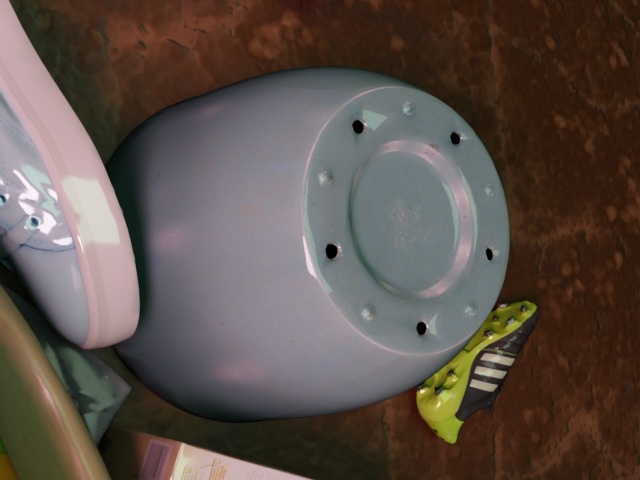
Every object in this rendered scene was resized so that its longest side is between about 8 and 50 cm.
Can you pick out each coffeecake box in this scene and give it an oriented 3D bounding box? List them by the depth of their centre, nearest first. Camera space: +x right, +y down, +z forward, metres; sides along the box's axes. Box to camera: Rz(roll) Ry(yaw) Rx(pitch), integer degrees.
[{"bbox_3d":[-0.063,0.199,0.614,0.185,0.142,0.068,25,70,-30],"label":"coffeecake box"}]

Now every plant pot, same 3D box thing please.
[{"bbox_3d":[0.000,0.000,0.631,0.293,0.235,0.293,6,80,-34],"label":"plant pot"}]

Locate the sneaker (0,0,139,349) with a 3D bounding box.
[{"bbox_3d":[-0.257,-0.073,0.538,0.150,0.135,0.366,-28,89,-31],"label":"sneaker"}]

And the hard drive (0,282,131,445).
[{"bbox_3d":[-0.273,0.096,0.539,0.255,0.054,0.172,41,63,-23],"label":"hard drive"}]

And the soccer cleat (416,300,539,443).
[{"bbox_3d":[0.167,0.131,0.840,0.179,0.060,0.072,-40,115,-25],"label":"soccer cleat"}]

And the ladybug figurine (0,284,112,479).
[{"bbox_3d":[-0.213,0.148,0.382,0.162,0.305,0.449,-28,78,1],"label":"ladybug figurine"}]
